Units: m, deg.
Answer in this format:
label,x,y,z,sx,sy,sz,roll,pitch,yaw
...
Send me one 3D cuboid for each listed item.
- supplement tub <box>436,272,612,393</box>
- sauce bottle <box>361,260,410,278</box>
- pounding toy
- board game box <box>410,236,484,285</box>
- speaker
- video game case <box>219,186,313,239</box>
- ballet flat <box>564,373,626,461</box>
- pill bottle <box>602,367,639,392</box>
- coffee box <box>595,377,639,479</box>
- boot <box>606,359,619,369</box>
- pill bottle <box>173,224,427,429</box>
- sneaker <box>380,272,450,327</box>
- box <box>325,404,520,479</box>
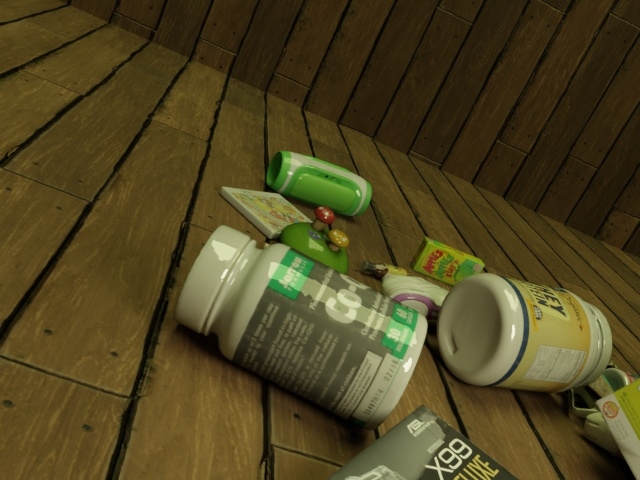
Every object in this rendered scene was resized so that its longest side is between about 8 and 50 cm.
label,x,y,z,sx,sy,sz,roll,pitch,yaw
supplement tub,0.429,0.200,1.472,0.316,0.228,0.228,12,23,-30
sauce bottle,0.162,0.078,1.751,0.128,0.042,0.042,18,20,-27
pounding toy,0.000,0.000,1.607,0.183,0.110,0.237,37,22,6
board game box,0.352,0.067,1.949,0.181,0.092,0.043,22,20,-14
speaker,-0.003,-0.163,2.043,0.296,0.131,0.131,17,21,-25
video game case,-0.118,-0.066,1.794,0.206,0.026,0.227,4,29,-48
ballet flat,0.591,0.375,1.473,0.106,0.108,0.316,3,16,-4
pill bottle,0.732,0.367,1.626,0.180,0.108,0.108,18,20,-22
coffee box,0.763,0.354,1.197,0.337,0.334,0.338,9,48,-39
boot,0.644,0.272,1.804,0.236,0.085,0.179,21,22,-17
pill bottle,-0.033,0.131,1.109,0.360,0.204,0.204,26,19,1
sneaker,0.276,0.142,1.618,0.304,0.114,0.152,19,21,-20
box,0.134,0.356,0.861,0.242,0.077,0.307,36,31,26
